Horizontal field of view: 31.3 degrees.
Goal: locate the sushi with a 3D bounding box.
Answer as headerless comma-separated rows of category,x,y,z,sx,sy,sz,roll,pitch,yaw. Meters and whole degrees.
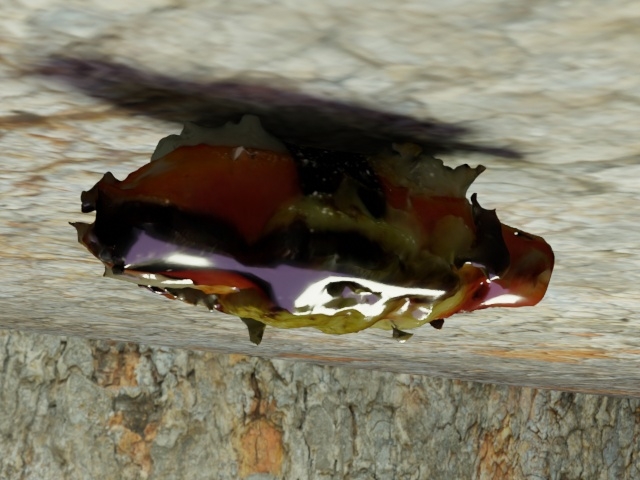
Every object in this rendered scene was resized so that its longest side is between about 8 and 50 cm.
sushi,-0.001,-0.003,0.519,0.226,0.103,0.097,10,143,-19
